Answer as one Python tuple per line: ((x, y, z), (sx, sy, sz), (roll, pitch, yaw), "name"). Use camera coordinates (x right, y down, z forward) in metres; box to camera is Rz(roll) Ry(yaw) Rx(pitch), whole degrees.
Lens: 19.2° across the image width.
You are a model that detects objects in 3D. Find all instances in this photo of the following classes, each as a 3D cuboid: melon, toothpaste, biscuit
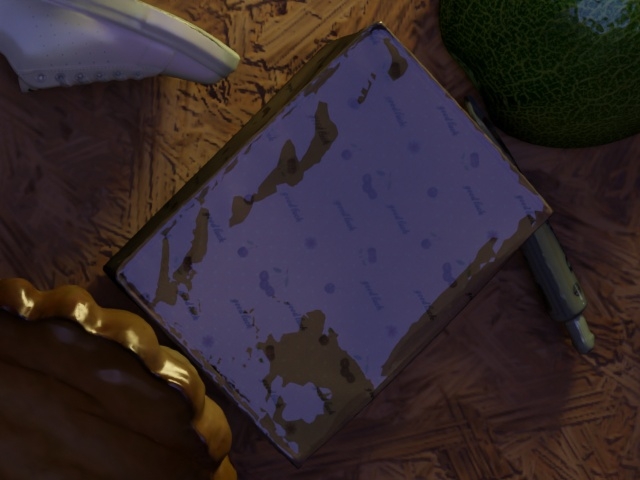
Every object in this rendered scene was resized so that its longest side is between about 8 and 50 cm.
((0.207, -0.182, 1.648), (0.169, 0.129, 0.265), (-36, 99, -4), "melon")
((0.185, -0.013, 1.685), (0.037, 0.067, 0.255), (-25, 99, 11), "toothpaste")
((-0.218, 0.162, 1.532), (0.326, 0.107, 0.325), (8, 126, 12), "biscuit")

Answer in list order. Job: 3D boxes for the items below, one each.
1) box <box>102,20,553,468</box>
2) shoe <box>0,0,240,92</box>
((0.000, 0.000, 1.585), (0.297, 0.190, 0.225), (-44, 100, -5), "box")
((-0.206, -0.166, 1.592), (0.265, 0.095, 0.110), (23, 94, -5), "shoe")
